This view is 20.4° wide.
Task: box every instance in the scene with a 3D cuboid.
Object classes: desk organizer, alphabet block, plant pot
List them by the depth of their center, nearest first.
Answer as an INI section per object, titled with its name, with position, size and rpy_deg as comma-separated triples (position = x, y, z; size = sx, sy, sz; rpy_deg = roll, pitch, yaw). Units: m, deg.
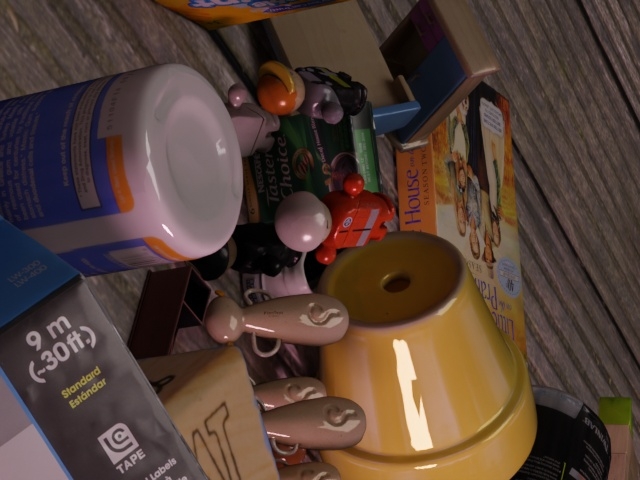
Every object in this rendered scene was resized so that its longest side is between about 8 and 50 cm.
[alphabet block]
position = -0.161, 0.221, 1.515
size = 0.197, 0.192, 0.193
rpy_deg = -40, 116, -62
[desk organizer]
position = -0.150, 0.090, 1.735
size = 0.047, 0.050, 0.130
rpy_deg = 54, 37, -42
[plant pot]
position = 0.100, 0.130, 1.951
size = 0.254, 0.254, 0.239
rpy_deg = -68, 152, -47

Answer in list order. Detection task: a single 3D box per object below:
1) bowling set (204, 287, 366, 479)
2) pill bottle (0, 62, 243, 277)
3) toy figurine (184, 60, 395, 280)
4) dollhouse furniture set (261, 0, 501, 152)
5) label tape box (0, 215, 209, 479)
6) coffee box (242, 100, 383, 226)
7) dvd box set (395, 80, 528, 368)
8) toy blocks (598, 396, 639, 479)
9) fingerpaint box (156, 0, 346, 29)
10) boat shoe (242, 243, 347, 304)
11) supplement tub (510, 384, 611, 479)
[bowling set]
position = -0.054, 0.210, 1.814
size = 0.154, 0.200, 0.287
rpy_deg = 0, 63, -25
[pill bottle]
position = -0.211, -0.043, 1.405
size = 0.152, 0.272, 0.152
rpy_deg = 29, 57, -58
[toy figurine]
position = -0.050, -0.070, 1.820
size = 0.148, 0.213, 0.210
rpy_deg = -5, 82, -48
[dollhouse furniture set]
position = 0.008, -0.231, 2.149
size = 0.303, 0.198, 0.286
rpy_deg = -15, 71, -34
[label tape box]
position = -0.253, 0.139, 1.255
size = 0.249, 0.115, 0.348
rpy_deg = -36, 108, -22
[coffee box]
position = -0.013, -0.080, 1.922
size = 0.040, 0.184, 0.113
rpy_deg = -5, 87, -43
[dvd box set]
position = 0.194, -0.032, 2.456
size = 0.307, 0.062, 0.420
rpy_deg = 24, 60, -59
[toy blocks]
position = 0.420, 0.463, 2.656
size = 0.261, 0.190, 0.381
rpy_deg = 66, 28, -52
[fingerpaint box]
position = -0.017, -0.357, 1.708
size = 0.371, 0.444, 0.163
rpy_deg = 20, 65, -61
[boat shoe]
position = 0.000, 0.000, 2.024
size = 0.267, 0.088, 0.096
rpy_deg = -42, 119, -60
[supplement tub]
position = 0.250, 0.363, 2.273
size = 0.207, 0.207, 0.338
rpy_deg = 64, 31, -30
